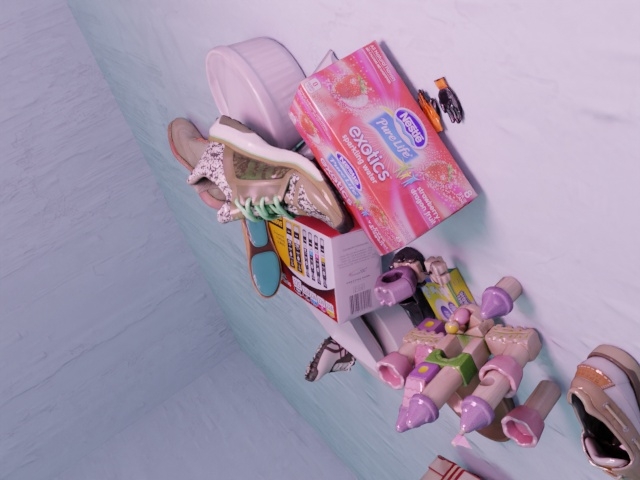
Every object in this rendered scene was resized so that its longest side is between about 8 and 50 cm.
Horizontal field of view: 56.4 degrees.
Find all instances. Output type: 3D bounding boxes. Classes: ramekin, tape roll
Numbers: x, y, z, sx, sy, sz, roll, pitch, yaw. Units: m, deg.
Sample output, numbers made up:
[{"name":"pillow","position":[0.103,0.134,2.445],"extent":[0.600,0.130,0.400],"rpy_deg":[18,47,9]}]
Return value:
[{"name":"ramekin","position":[-0.124,-0.308,1.287],"extent":[0.273,0.127,0.273],"rpy_deg":[47,159,25]},{"name":"tape roll","position":[0.124,0.219,1.598],"extent":[0.392,0.072,0.392],"rpy_deg":[48,159,26]}]

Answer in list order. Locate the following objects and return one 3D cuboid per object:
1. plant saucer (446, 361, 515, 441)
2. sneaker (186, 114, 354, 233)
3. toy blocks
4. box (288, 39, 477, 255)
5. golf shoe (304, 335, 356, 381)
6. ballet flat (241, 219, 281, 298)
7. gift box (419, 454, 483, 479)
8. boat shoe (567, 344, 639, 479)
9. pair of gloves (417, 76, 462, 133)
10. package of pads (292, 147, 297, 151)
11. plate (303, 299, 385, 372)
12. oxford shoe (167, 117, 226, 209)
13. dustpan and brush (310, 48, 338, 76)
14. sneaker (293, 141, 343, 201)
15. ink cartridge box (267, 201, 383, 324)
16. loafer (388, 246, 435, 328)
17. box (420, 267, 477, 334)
[{"name":"plant saucer","position":[0.327,0.320,1.322],"extent":[0.278,0.041,0.278],"rpy_deg":[46,158,25]},{"name":"sneaker","position":[-0.108,-0.083,1.143],"extent":[0.410,0.182,0.158],"rpy_deg":[32,170,37]},{"name":"toy blocks","position":[0.206,0.223,1.040],"extent":[0.288,0.260,0.309],"rpy_deg":[-1,119,51]},{"name":"box","position":[0.096,-0.144,0.976],"extent":[0.300,0.154,0.142],"rpy_deg":[58,166,1]},{"name":"golf shoe","position":[0.047,0.343,1.763],"extent":[0.120,0.273,0.105],"rpy_deg":[34,119,9]},{"name":"ballet flat","position":[-0.144,0.029,1.450],"extent":[0.073,0.080,0.233],"rpy_deg":[135,127,-71]},{"name":"gift box","position":[0.358,0.717,1.530],"extent":[0.276,0.258,0.255],"rpy_deg":[54,162,-16]},{"name":"boat shoe","position":[0.453,0.308,0.910],"extent":[0.303,0.103,0.113],"rpy_deg":[62,160,-14]},{"name":"pair of gloves","position":[0.180,-0.204,0.904],"extent":[0.074,0.010,0.083],"rpy_deg":[60,157,-7]},{"name":"package of pads","position":[-0.072,-0.208,1.460],"extent":[0.083,0.032,0.050],"rpy_deg":[48,156,23]},{"name":"plate","position":[0.054,0.209,1.525],"extent":[0.278,0.045,0.277],"rpy_deg":[26,155,54]},{"name":"oxford shoe","position":[-0.378,-0.289,1.975],"extent":[0.397,0.140,0.147],"rpy_deg":[54,130,23]},{"name":"dustpan and brush","position":[0.031,-0.233,1.134],"extent":[0.211,0.060,0.147],"rpy_deg":[57,160,-2]},{"name":"sneaker","position":[0.001,-0.144,1.287],"extent":[0.147,0.104,0.295],"rpy_deg":[44,175,-13]},{"name":"ink cartridge box","position":[0.000,0.000,1.375],"extent":[0.309,0.130,0.272],"rpy_deg":[26,127,55]},{"name":"loafer","position":[0.190,0.115,1.270],"extent":[0.076,0.078,0.223],"rpy_deg":[33,150,49]},{"name":"box","position":[0.268,0.141,1.181],"extent":[0.179,0.043,0.105],"rpy_deg":[58,160,-9]}]
